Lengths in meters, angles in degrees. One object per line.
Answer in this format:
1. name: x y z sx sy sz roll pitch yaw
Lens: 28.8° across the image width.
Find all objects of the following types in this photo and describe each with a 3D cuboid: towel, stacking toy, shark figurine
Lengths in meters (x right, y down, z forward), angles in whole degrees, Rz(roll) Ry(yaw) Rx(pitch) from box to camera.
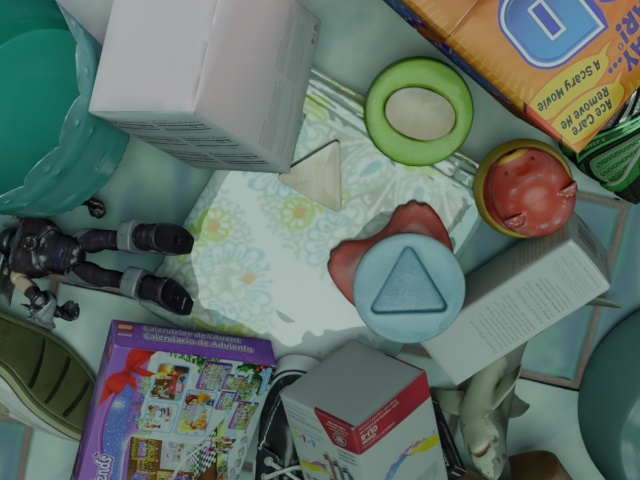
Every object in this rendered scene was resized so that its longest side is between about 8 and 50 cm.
1. towel: 0.000 0.000 1.557 0.320 0.090 0.374 31 99 -4
2. stacking toy: 0.121 -0.048 1.437 0.309 0.130 0.279 -41 98 7
3. shark figurine: 0.257 0.173 1.606 0.116 0.166 0.278 37 80 -33

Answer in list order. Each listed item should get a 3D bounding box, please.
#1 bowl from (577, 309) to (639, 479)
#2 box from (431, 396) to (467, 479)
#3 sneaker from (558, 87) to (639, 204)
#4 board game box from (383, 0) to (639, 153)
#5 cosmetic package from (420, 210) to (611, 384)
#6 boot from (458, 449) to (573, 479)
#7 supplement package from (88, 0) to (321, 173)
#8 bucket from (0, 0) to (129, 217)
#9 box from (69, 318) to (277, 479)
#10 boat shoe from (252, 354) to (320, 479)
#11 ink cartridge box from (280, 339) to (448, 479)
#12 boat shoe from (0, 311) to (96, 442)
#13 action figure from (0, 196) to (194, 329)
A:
1. bowl: 0.481 0.236 1.548 0.311 0.163 0.312 2 103 9
2. box: 0.101 0.288 1.584 0.162 0.116 0.029 -40 134 19
3. sneaker: 0.408 -0.221 1.495 0.146 0.134 0.344 26 100 -5
4. board game box: 0.232 -0.360 1.349 0.356 0.356 0.356 40 98 -8
5. cosmetic package: 0.238 0.069 1.534 0.231 0.117 0.085 -37 100 22
6. boot: 0.219 0.376 1.637 0.283 0.109 0.220 -15 127 18
7. supplement package: -0.126 -0.199 1.406 0.149 0.203 0.194 4 77 31
8. bucket: -0.363 -0.156 1.429 0.281 0.183 0.281 -2 82 14
9. box: -0.190 0.241 1.548 0.200 0.057 0.293 9 120 -18
10. boat shoe: -0.038 0.287 1.560 0.108 0.102 0.301 11 119 5
11. ink cartridge box: 0.054 0.236 1.476 0.127 0.128 0.176 -35 126 -32
12. boat shoe: -0.406 0.161 1.576 0.302 0.113 0.103 41 127 -17
13. action figure: -0.292 0.021 1.520 0.285 0.099 0.185 8 88 27
